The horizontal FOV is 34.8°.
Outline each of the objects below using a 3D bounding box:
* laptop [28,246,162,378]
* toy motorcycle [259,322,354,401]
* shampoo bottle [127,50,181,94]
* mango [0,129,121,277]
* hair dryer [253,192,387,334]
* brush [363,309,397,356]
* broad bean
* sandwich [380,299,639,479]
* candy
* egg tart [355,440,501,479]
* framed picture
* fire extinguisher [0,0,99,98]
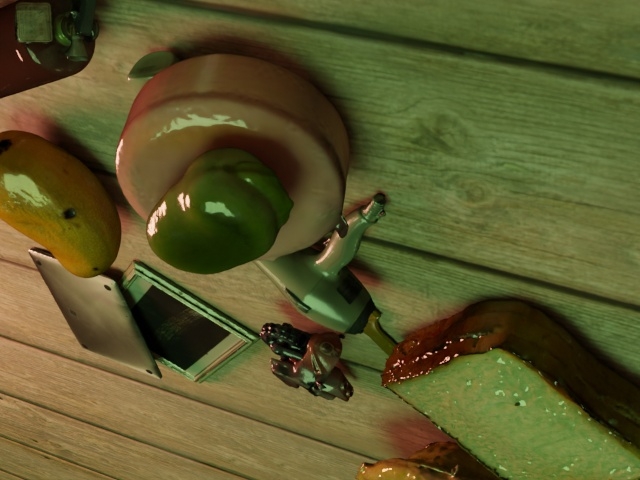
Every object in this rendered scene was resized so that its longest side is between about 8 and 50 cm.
[{"bbox_3d":[-0.370,0.126,1.696,0.188,0.015,0.269,17,143,26],"label":"laptop"},{"bbox_3d":[-0.005,0.181,1.475,0.118,0.084,0.212,7,152,27],"label":"toy motorcycle"},{"bbox_3d":[-0.138,-0.121,1.150,0.072,0.049,0.212,-8,137,25],"label":"shampoo bottle"},{"bbox_3d":[-0.354,-0.050,1.370,0.157,0.109,0.262,-3,144,25],"label":"mango"},{"bbox_3d":[-0.028,-0.001,1.240,0.219,0.088,0.225,21,136,17],"label":"hair dryer"},{"bbox_3d":[0.086,0.137,1.407,0.082,0.010,0.218,-14,131,47],"label":"brush"},{"bbox_3d":[-0.099,-0.026,1.015,0.124,0.082,0.174,21,148,-16],"label":"broad bean"},{"bbox_3d":[0.258,0.203,1.293,0.301,0.099,0.271,39,143,-14],"label":"sandwich"},{"bbox_3d":[-0.084,-0.078,1.078,0.255,0.094,0.255,5,139,4],"label":"candy"},{"bbox_3d":[0.225,0.415,1.601,0.341,0.132,0.341,18,148,12],"label":"egg tart"},{"bbox_3d":[-0.246,0.144,1.662,0.231,0.018,0.293,33,148,-10],"label":"framed picture"},{"bbox_3d":[-0.325,-0.217,1.112,0.269,0.104,0.105,-6,136,43],"label":"fire extinguisher"}]
